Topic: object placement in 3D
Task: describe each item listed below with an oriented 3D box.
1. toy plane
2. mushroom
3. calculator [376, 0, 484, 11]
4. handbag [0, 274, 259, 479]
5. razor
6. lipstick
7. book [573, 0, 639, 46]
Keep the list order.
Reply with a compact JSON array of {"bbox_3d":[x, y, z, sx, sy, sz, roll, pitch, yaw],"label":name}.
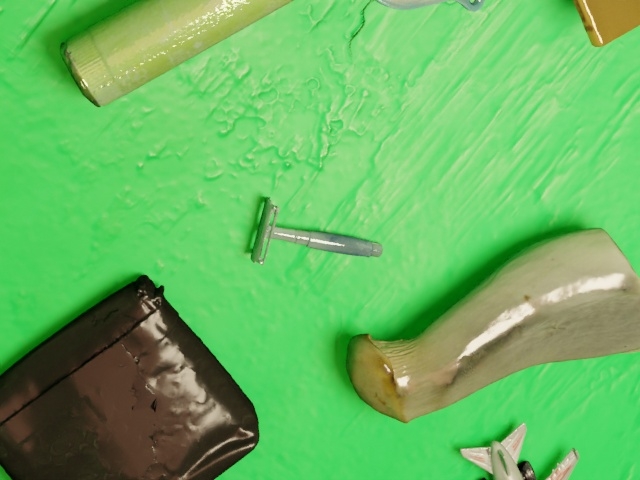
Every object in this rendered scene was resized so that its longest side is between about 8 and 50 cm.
[{"bbox_3d":[0.217,0.290,1.516,0.162,0.065,0.171,-22,111,-4],"label":"toy plane"},{"bbox_3d":[0.191,0.101,1.426,0.329,0.122,0.159,-23,100,-2],"label":"mushroom"},{"bbox_3d":[0.095,-0.398,1.258,0.256,0.054,0.386,-21,103,-21],"label":"calculator"},{"bbox_3d":[-0.208,0.187,1.401,0.247,0.080,0.223,-36,109,1],"label":"handbag"},{"bbox_3d":[0.000,0.000,1.410,0.135,0.040,0.068,10,105,-20],"label":"razor"},{"bbox_3d":[-0.101,-0.225,1.301,0.304,0.076,0.076,-29,109,-2],"label":"lipstick"},{"bbox_3d":[0.290,-0.413,1.292,0.269,0.032,0.389,-31,108,-13],"label":"book"}]
